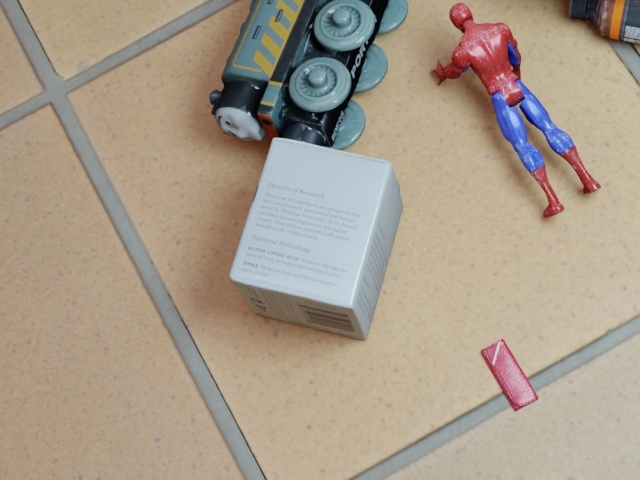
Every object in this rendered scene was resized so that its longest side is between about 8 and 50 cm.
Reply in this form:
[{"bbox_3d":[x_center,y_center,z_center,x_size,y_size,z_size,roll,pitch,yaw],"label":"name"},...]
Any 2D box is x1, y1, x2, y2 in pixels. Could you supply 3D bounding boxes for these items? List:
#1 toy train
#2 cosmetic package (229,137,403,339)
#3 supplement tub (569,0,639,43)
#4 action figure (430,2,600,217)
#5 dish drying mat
[{"bbox_3d":[-0.013,-0.257,1.668,0.190,0.142,0.334,14,70,20],"label":"toy train"},{"bbox_3d":[0.000,0.000,1.569,0.151,0.151,0.183,12,73,13],"label":"cosmetic package"},{"bbox_3d":[0.413,-0.295,1.634,0.198,0.106,0.106,13,74,13],"label":"supplement tub"},{"bbox_3d":[0.231,-0.165,1.635,0.091,0.139,0.280,-30,92,-6],"label":"action figure"},{"bbox_3d":[0.224,0.159,1.559,0.032,0.008,0.083,-28,70,-3],"label":"dish drying mat"}]
